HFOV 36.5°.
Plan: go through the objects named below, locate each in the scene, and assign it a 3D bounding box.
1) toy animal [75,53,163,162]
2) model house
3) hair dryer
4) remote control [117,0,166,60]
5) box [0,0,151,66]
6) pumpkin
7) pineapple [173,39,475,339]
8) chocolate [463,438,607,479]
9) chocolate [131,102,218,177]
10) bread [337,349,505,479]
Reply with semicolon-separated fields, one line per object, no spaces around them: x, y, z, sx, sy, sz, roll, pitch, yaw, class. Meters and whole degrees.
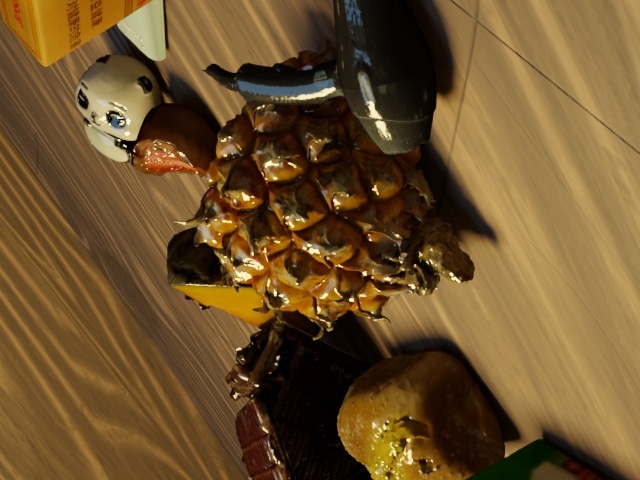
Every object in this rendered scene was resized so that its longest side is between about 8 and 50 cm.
-0.334;-0.223;1.587;0.166;0.138;0.179;31;160;9;toy animal
-0.051;0.320;1.548;0.297;0.283;0.317;22;157;-16;model house
-0.026;-0.190;0.957;0.271;0.091;0.236;-4;118;31;hair dryer
-0.263;-0.362;1.336;0.103;0.051;0.293;45;159;16;remote control
-0.186;-0.304;0.952;0.076;0.274;0.174;49;159;6;box
-0.090;0.058;1.586;0.148;0.169;0.312;-17;139;32;pumpkin
0.003;0.002;1.065;0.286;0.209;0.344;36;139;32;pineapple
0.361;0.459;1.216;0.341;0.161;0.360;28;149;47;chocolate
-0.216;-0.143;1.502;0.133;0.127;0.124;22;-164;-5;chocolate
0.128;0.273;1.379;0.195;0.176;0.246;55;159;-3;bread
